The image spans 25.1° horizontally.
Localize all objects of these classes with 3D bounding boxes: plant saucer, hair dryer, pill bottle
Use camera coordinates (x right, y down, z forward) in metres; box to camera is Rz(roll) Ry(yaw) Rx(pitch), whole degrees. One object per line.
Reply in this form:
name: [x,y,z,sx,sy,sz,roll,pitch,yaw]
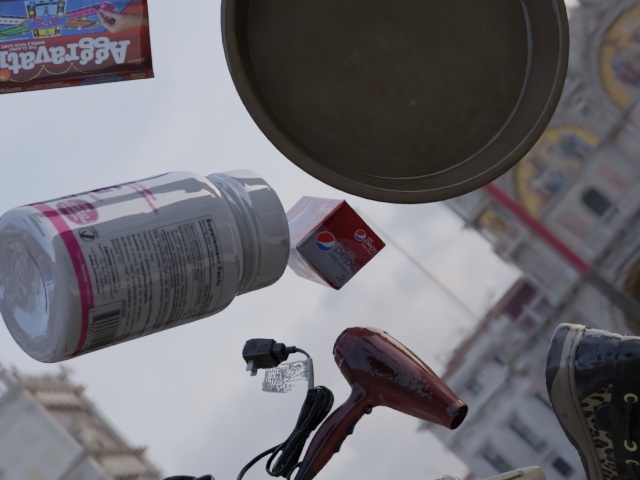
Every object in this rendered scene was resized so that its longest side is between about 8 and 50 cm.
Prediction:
plant saucer: [0.057,-0.161,1.114,0.278,0.278,0.041,-42,2,-17]
hair dryer: [0.040,0.214,1.791,0.294,0.223,0.080,-9,-24,16]
pill bottle: [-0.181,0.016,1.489,0.283,0.160,0.160,-15,-34,-37]

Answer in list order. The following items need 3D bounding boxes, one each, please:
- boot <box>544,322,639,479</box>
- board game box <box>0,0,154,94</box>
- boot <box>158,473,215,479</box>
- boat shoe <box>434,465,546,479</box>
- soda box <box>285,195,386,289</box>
boot: [0.453,0.228,1.680,0.377,0.284,0.138,57,-137,-35]
board game box: [-0.370,-0.271,1.939,0.281,0.145,0.027,-7,-22,-3]
boot: [-0.123,0.344,1.743,0.258,0.095,0.123,-3,-75,-26]
boat shoe: [0.208,0.418,2.234,0.302,0.098,0.109,-14,-33,15]
soda box: [0.000,0.000,1.934,0.092,0.083,0.263,-44,11,-7]
